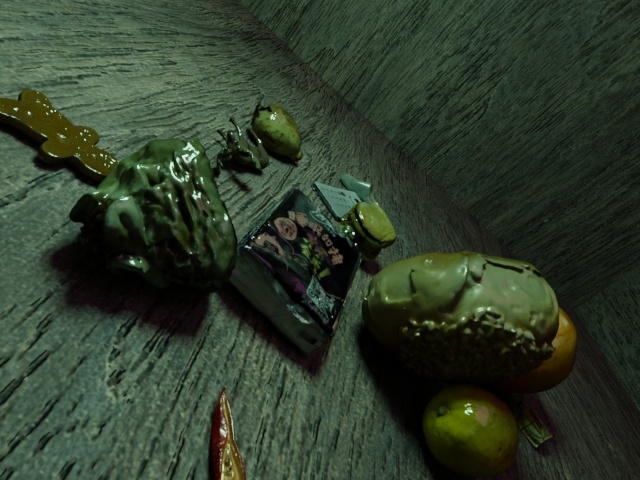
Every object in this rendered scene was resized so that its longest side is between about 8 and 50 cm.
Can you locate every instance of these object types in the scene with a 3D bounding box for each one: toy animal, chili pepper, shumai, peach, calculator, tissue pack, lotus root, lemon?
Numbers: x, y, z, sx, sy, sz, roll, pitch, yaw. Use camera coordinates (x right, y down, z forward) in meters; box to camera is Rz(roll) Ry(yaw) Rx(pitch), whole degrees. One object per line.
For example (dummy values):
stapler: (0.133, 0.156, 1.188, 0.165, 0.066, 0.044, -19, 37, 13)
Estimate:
toy animal: (-0.196, -0.225, 1.125, 0.214, 0.094, 0.186, 17, 43, -59)
chili pepper: (-0.120, 0.263, 0.555, 0.045, 0.027, 0.178, 29, 29, -39)
shumai: (-0.253, -0.024, 0.671, 0.218, 0.189, 0.255, -16, 79, -43)
peach: (0.553, 0.296, 1.251, 0.289, 0.289, 0.308, 50, 42, 11)
calculator: (0.086, -0.117, 1.471, 0.262, 0.021, 0.161, 3, 47, -55)
tissue pack: (-0.042, 0.050, 0.903, 0.245, 0.123, 0.332, 46, 27, -9)
lotus root: (-0.126, -0.330, 1.366, 0.214, 0.138, 0.138, 39, 23, -38)
lemon: (0.293, 0.367, 0.861, 0.207, 0.170, 0.170, 30, 28, -29)

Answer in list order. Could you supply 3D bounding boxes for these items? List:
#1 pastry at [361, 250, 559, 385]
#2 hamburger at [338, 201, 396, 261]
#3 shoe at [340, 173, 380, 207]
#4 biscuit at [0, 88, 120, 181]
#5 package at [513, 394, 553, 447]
pastry: (0.291, 0.176, 0.948, 0.410, 0.410, 0.244, 25, 60, -36)
hamburger: (0.116, -0.018, 1.246, 0.185, 0.131, 0.159, 1, 57, -48)
shoe: (0.161, -0.183, 1.624, 0.195, 0.078, 0.079, 51, 26, 6)
biscuit: (-0.429, -0.166, 0.743, 0.205, 0.031, 0.138, 37, 26, -16)
package: (0.577, 0.499, 1.232, 0.071, 0.047, 0.131, 10, 40, -48)
